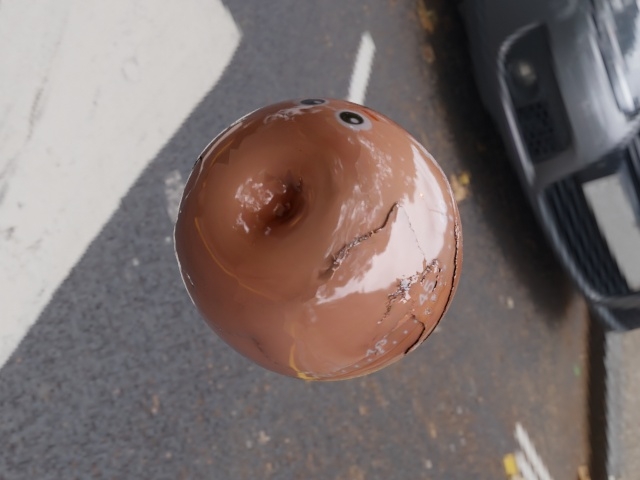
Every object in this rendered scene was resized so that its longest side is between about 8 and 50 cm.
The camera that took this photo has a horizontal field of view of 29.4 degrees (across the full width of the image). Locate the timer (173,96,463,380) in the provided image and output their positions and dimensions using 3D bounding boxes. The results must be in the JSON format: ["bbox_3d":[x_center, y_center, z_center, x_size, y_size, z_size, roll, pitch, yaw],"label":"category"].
[{"bbox_3d":[0.000,0.000,0.992,0.215,0.229,0.230,30,49,-62],"label":"timer"}]
